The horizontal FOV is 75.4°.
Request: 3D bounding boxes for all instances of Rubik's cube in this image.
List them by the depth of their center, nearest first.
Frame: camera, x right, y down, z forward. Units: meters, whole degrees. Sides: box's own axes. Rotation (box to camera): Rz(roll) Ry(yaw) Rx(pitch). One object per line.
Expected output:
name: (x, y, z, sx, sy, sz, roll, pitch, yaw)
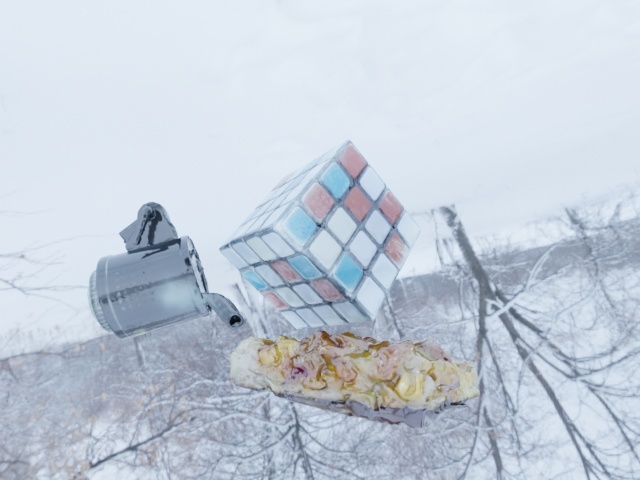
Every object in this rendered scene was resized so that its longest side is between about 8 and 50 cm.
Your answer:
Rubik's cube: (0.001, 0.000, 0.835, 0.259, 0.253, 0.256, -21, -153, 53)

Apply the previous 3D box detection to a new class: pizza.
pizza: (0.071, 0.197, 0.620, 0.408, 0.114, 0.278, 5, 165, -8)

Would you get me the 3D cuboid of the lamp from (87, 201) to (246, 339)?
lamp: (-0.389, 0.121, 0.979, 0.272, 0.374, 0.205, -35, 177, -11)
